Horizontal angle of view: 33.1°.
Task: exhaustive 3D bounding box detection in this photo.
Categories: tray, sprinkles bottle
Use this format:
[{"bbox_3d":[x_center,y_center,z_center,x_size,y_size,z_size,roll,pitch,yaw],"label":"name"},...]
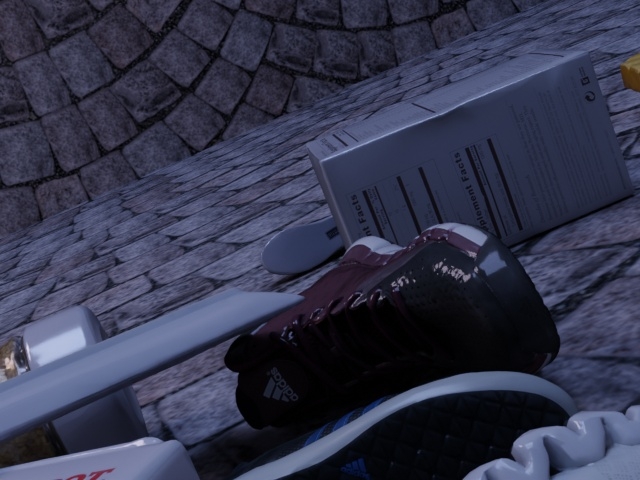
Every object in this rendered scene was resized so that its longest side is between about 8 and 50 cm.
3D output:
[{"bbox_3d":[-0.146,0.085,0.634,0.270,0.030,0.145,-22,-4,-42],"label":"tray"},{"bbox_3d":[-0.306,0.171,0.768,0.355,0.121,0.121,-25,13,-7],"label":"sprinkles bottle"}]

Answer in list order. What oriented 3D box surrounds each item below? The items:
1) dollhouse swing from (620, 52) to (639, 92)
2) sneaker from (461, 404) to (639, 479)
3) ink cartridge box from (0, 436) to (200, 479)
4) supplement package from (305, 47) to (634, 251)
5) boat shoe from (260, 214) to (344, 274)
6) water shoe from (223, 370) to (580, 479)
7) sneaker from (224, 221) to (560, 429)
[{"bbox_3d":[0.474,-0.300,1.044,0.305,0.315,0.347,-2,14,1],"label":"dollhouse swing"},{"bbox_3d":[0.050,0.147,0.341,0.292,0.110,0.118,-21,36,-18],"label":"sneaker"},{"bbox_3d":[-0.171,0.203,0.407,0.198,0.114,0.273,-16,14,31],"label":"ink cartridge box"},{"bbox_3d":[0.126,-0.065,0.965,0.244,0.134,0.139,-23,13,-1],"label":"supplement package"},{"bbox_3d":[0.000,0.000,1.137,0.142,0.049,0.040,-25,-6,-18],"label":"boat shoe"},{"bbox_3d":[0.031,0.109,0.554,0.203,0.073,0.080,-20,10,9],"label":"water shoe"},{"bbox_3d":[0.028,0.074,0.687,0.162,0.106,0.281,-33,6,-15],"label":"sneaker"}]
